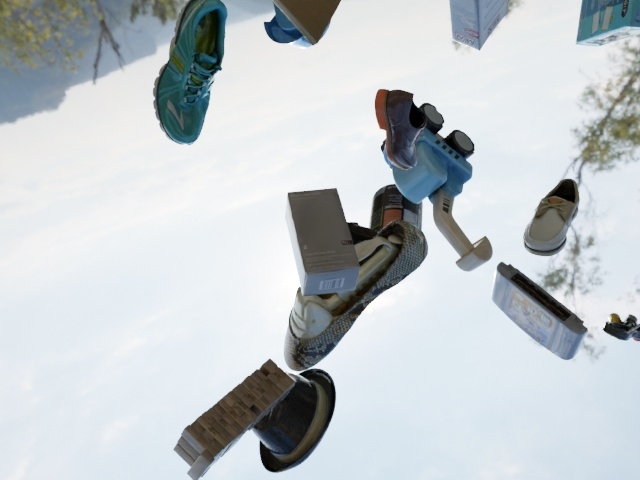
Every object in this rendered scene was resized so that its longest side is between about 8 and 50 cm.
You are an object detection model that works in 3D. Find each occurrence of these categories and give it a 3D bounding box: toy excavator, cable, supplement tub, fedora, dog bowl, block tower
[{"bbox_3d":[0.381,-0.160,2.108,0.222,0.433,0.445,-39,-158,42],"label":"toy excavator"},{"bbox_3d":[0.831,0.256,1.749,0.139,0.072,0.287,38,-156,24],"label":"cable"},{"bbox_3d":[0.266,-0.035,2.312,0.194,0.193,0.316,-8,-135,21],"label":"supplement tub"},{"bbox_3d":[-0.107,0.465,1.800,0.334,0.152,0.334,-37,-154,22],"label":"fedora"},{"bbox_3d":[-0.060,-0.593,1.551,0.166,0.297,0.074,-21,160,29],"label":"dog bowl"},{"bbox_3d":[-0.189,0.394,1.474,0.097,0.091,0.335,41,-143,11],"label":"block tower"}]

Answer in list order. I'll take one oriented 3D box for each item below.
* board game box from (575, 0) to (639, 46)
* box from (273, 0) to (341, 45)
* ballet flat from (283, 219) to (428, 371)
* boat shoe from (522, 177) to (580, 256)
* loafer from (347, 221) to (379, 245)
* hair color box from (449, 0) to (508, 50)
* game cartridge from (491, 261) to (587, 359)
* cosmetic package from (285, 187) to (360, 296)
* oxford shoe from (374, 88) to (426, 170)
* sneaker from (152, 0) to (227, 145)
[{"bbox_3d":[0.837,-0.696,1.809,0.079,0.253,0.336,4,-171,-3],"label":"board game box"},{"bbox_3d":[-0.046,-0.514,1.284,0.021,0.201,0.164,-9,-132,47],"label":"box"},{"bbox_3d":[0.051,0.119,1.588,0.483,0.182,0.164,-43,-130,6],"label":"ballet flat"},{"bbox_3d":[0.608,-0.067,1.700,0.113,0.103,0.302,13,-145,26],"label":"boat shoe"},{"bbox_3d":[0.070,-0.011,1.683,0.220,0.080,0.078,18,-154,-21],"label":"loafer"},{"bbox_3d":[0.496,-0.799,2.028,0.114,0.374,0.185,31,-103,26],"label":"hair color box"},{"bbox_3d":[0.612,0.206,1.843,0.062,0.198,0.297,-35,-123,-20],"label":"game cartridge"},{"bbox_3d":[0.000,0.000,1.465,0.127,0.107,0.237,-8,-124,-12],"label":"cosmetic package"},{"bbox_3d":[0.209,-0.257,1.560,0.098,0.271,0.096,3,-116,23],"label":"oxford shoe"},{"bbox_3d":[-0.230,-0.307,1.167,0.107,0.275,0.110,6,-167,-32],"label":"sneaker"}]
